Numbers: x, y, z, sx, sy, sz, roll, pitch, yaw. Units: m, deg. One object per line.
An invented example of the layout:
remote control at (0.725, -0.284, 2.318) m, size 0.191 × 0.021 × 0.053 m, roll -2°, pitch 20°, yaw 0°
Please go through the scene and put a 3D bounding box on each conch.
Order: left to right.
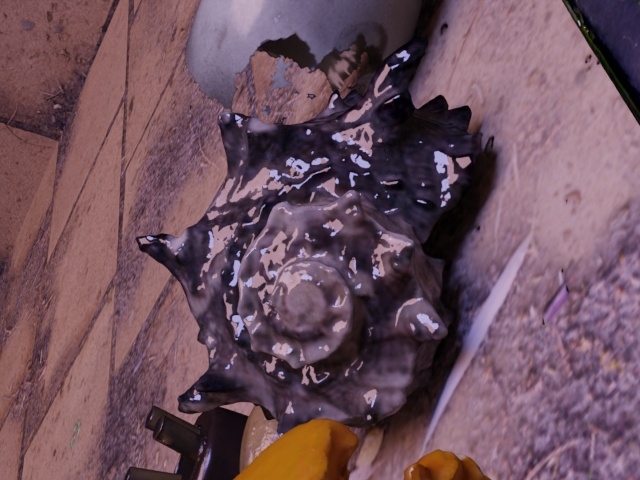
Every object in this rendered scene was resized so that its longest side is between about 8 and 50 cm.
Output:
conch at (0.011, 0.007, 0.855) m, size 0.240 × 0.186 × 0.313 m, roll 21°, pitch 74°, yaw 43°

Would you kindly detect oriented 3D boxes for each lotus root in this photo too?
lotus root at (-0.033, 0.171, 0.969) m, size 0.073 × 0.062 × 0.150 m, roll -42°, pitch 38°, yaw 52°

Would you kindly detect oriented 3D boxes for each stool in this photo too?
stool at (-0.103, 0.224, 1.031) m, size 0.125 × 0.121 × 0.217 m, roll -60°, pitch 19°, yaw 25°

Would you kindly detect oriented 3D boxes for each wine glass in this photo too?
wine glass at (0.024, -0.248, 0.995) m, size 0.357 × 0.190 × 0.190 m, roll -60°, pitch 24°, yaw 27°

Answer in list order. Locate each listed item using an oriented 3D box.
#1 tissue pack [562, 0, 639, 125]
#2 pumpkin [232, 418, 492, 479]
tissue pack at (0.208, -0.160, 0.618) m, size 0.173 × 0.073 × 0.235 m, roll -60°, pitch 25°, yaw 29°
pumpkin at (0.047, 0.211, 0.427) m, size 0.225 × 0.303 × 0.256 m, roll -75°, pitch -4°, yaw -60°
